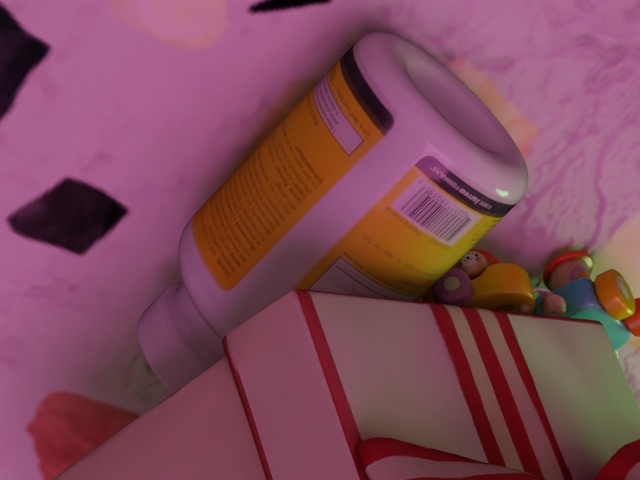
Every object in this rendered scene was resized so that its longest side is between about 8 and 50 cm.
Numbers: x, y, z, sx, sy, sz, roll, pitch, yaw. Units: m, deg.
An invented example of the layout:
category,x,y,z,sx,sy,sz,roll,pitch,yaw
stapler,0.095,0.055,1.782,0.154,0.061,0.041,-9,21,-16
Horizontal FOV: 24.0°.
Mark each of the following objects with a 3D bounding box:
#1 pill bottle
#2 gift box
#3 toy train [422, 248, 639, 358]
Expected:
category,x,y,z,sx,sy,sz,roll,pitch,yaw
pill bottle,0.000,0.000,0.700,0.103,0.103,0.184,36,112,-24
gift box,0.049,0.185,0.662,0.258,0.276,0.255,-38,156,33
toy train,0.084,0.044,0.774,0.166,0.046,0.125,1,145,-17
